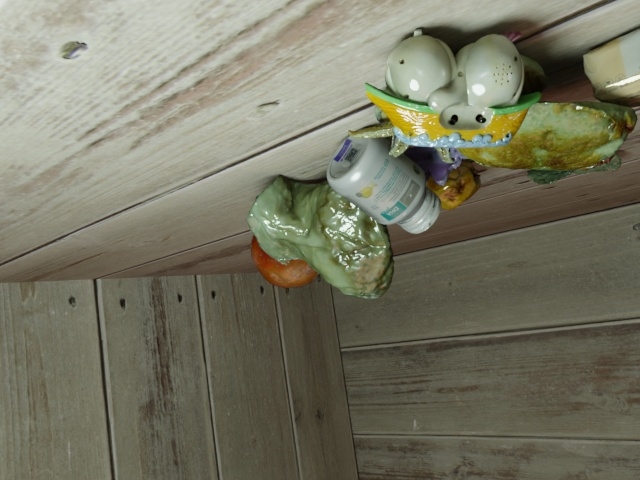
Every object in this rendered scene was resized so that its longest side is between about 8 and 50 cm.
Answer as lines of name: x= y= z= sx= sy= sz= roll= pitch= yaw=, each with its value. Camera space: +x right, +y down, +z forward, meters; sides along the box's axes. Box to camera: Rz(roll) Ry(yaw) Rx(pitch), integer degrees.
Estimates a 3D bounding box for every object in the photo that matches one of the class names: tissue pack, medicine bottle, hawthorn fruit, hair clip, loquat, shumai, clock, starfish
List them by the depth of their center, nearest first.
clock: x=0.172 y=-0.196 z=0.735 sx=0.230 sy=0.144 sz=0.103 roll=-1 pitch=-160 yaw=-4
tissue pack: x=0.515 y=-0.263 z=0.805 sx=0.186 sy=0.091 sz=0.222 roll=-5 pitch=173 yaw=-39
starfish: x=0.130 y=-0.171 z=0.907 sx=0.175 sy=0.053 sz=0.208 roll=1 pitch=166 yaw=9
medicine bottle: x=0.129 y=-0.103 z=1.086 sx=0.215 sy=0.135 sz=0.135 roll=34 pitch=150 yaw=-27
hair clip: x=0.265 y=-0.173 z=1.119 sx=0.090 sy=0.137 sz=0.278 roll=37 pitch=148 yaw=-26
shumai: x=0.000 y=0.000 z=1.301 sx=0.288 sy=0.330 sz=0.292 roll=-18 pitch=-163 yaw=-2
loquat: x=0.337 y=-0.140 z=1.429 sx=0.137 sy=0.113 sz=0.137 roll=-16 pitch=152 yaw=-8
hawthorn fruit: x=-0.109 y=0.018 z=1.781 sx=0.234 sy=0.263 sz=0.231 roll=-4 pitch=-146 yaw=47

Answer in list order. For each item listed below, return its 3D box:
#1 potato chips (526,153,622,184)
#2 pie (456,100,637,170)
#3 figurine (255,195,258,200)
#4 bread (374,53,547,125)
potato chips: x=0.708 y=-0.200 z=1.580 sx=0.228 sy=0.059 sz=0.167 roll=-12 pitch=179 yaw=-11
pie: x=0.347 y=-0.172 z=0.900 sx=0.274 sy=0.106 sz=0.257 roll=1 pitch=174 yaw=11
figurine: x=0.000 y=-0.044 z=1.501 sx=0.332 sy=0.185 sz=0.204 roll=-8 pitch=-152 yaw=-33
bread: x=0.216 y=-0.231 z=0.897 sx=0.266 sy=0.041 sz=0.267 roll=-7 pitch=172 yaw=-1
